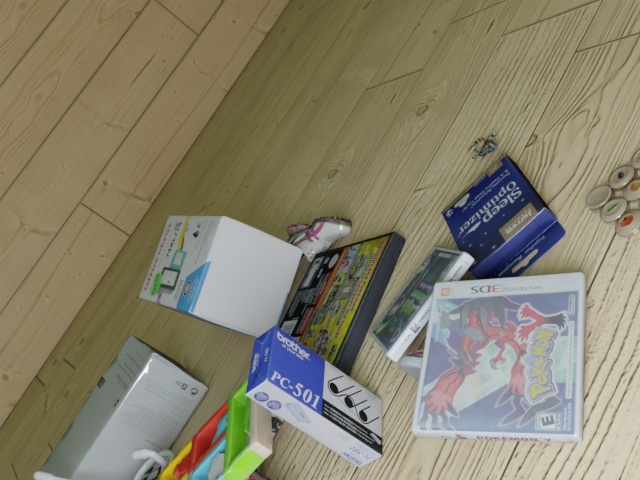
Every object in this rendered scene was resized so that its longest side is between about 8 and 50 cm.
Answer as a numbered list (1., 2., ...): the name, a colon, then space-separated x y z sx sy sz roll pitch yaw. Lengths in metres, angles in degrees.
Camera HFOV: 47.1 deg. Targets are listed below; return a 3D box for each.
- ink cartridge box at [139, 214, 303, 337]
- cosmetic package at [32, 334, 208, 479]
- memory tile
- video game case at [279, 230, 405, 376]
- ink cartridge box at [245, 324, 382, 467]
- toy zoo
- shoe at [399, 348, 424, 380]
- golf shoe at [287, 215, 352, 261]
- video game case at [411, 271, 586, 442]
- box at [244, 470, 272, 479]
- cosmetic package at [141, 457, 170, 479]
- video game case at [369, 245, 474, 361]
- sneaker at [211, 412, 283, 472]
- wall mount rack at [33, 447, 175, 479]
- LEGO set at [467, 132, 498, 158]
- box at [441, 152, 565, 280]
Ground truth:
1. ink cartridge box: -0.211 0.071 1.515 0.270 0.197 0.198 3 72 56
2. cosmetic package: -0.430 0.416 1.561 0.385 0.156 0.217 -57 25 -13
3. memory tile: 0.396 -0.075 0.886 0.148 0.012 0.113 -46 23 16
4. video game case: 0.016 0.122 1.298 0.248 0.035 0.274 -18 40 54
5. ink cartridge box: -0.003 0.210 0.979 0.046 0.207 0.097 -39 26 29
6. toy zoo: -0.174 0.338 1.055 0.293 0.030 0.192 -48 16 12
7. shoe: 0.180 0.143 0.923 0.178 0.063 0.081 -5 50 54
8. golf shoe: 0.000 0.000 1.486 0.186 0.068 0.085 -16 71 52
9. video game case: 0.204 0.129 0.835 0.183 0.023 0.201 -7 51 29
10. box: -0.115 0.448 0.954 0.257 0.123 0.128 -52 21 -1
11. cosmetic package: -0.308 0.513 1.311 0.099 0.060 0.239 -40 25 29
12. video game case: 0.139 0.084 1.059 0.173 0.022 0.190 -53 4 0
13. sneaker: -0.141 0.354 1.215 0.279 0.107 0.118 -56 4 -15
14. wall mount rack: -0.392 0.488 1.236 0.304 0.130 0.350 -24 32 30
15. LEGO set: 0.276 -0.155 1.229 0.054 0.023 0.083 -43 11 17
16. box: 0.256 -0.028 1.058 0.136 0.036 0.225 -45 25 18
